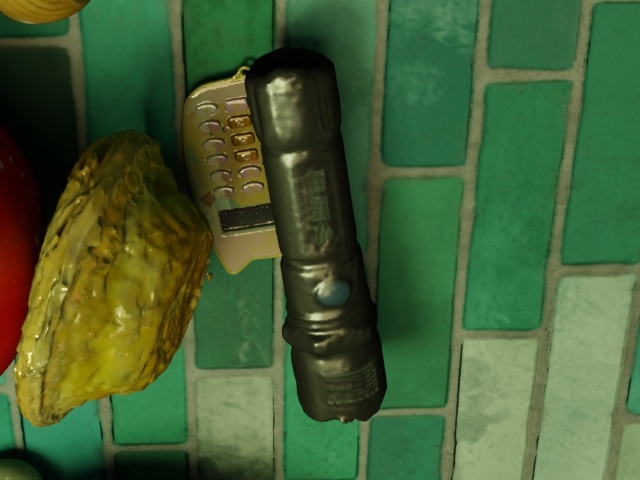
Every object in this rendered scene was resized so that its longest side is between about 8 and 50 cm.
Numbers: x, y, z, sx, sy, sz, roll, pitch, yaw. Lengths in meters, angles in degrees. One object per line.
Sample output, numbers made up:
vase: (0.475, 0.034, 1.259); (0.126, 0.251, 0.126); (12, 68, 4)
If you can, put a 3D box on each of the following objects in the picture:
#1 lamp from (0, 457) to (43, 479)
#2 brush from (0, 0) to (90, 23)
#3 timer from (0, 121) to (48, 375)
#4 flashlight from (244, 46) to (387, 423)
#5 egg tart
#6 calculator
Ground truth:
lamp: (-0.393, 0.269, 1.860); (0.163, 0.091, 0.091); (41, 115, -12)
brush: (-0.308, -0.306, 1.405); (0.166, 0.174, 0.266); (-7, 118, 13)
timer: (-0.446, 0.003, 1.536); (0.378, 0.279, 0.378); (0, 122, 0)
flashlight: (0.000, 0.000, 1.639); (0.103, 0.103, 0.424); (-8, 123, 2)
egg tart: (-0.190, 0.046, 1.569); (0.128, 0.319, 0.319); (19, 124, 7)
calculator: (-0.057, -0.076, 1.660); (0.157, 0.033, 0.236); (-8, 123, 3)
